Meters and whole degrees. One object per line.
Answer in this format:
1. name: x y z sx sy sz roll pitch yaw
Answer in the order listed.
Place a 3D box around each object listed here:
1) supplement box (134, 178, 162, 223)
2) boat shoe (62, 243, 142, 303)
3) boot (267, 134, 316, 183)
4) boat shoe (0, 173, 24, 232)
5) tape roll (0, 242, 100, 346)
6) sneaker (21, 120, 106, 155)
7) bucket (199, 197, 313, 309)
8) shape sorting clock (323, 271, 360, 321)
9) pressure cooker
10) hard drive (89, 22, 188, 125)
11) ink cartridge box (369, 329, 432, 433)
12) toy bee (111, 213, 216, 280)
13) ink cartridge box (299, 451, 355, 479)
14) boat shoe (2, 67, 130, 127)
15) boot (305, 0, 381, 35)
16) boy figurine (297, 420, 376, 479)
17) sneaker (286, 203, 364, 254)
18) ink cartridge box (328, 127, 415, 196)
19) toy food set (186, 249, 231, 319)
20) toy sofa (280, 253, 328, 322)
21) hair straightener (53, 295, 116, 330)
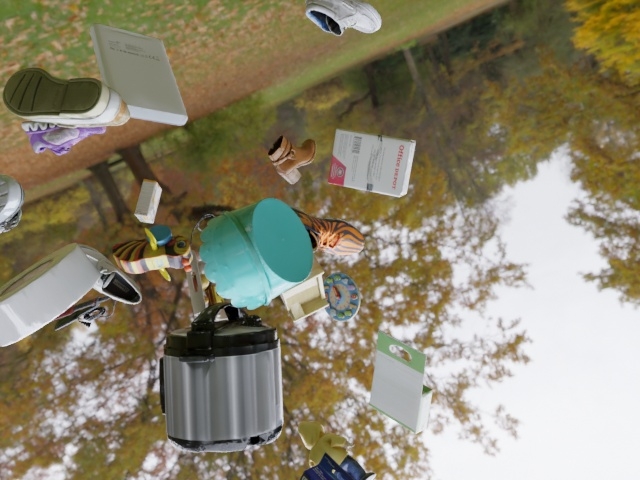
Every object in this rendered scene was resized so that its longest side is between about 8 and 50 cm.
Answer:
1. supplement box: -0.445 -0.101 1.697 0.036 0.099 0.062 9 164 4
2. boat shoe: -0.630 0.104 1.902 0.096 0.267 0.088 -52 -147 -13
3. boot: -0.095 -0.312 2.260 0.072 0.152 0.197 2 -124 39
4. boat shoe: -0.772 -0.079 1.561 0.335 0.121 0.119 -10 165 41
5. tape roll: -0.677 0.125 1.578 0.286 0.100 0.286 -29 -162 11
6. sneaker: -0.720 -0.296 1.863 0.236 0.105 0.095 -4 -169 3
7. bucket: -0.164 0.030 1.747 0.183 0.281 0.281 -25 -172 32
8. shape sorting clock: 0.080 0.235 2.735 0.206 0.206 0.040 -11 176 44
9. pressure cooker: -0.295 0.400 2.018 0.375 0.421 0.369 -2 179 -29
10. hard drive: -0.559 -0.510 2.015 0.232 0.353 0.047 3 142 -39
11. ink cartridge box: 0.217 0.368 1.742 0.056 0.235 0.171 -10 -156 -43
12. toy bee: -0.432 0.027 1.854 0.298 0.195 0.162 -34 -133 4
13. ink cartridge box: -0.027 0.825 1.981 0.165 0.333 0.065 32 -173 39
14. boat shoe: -0.524 -0.278 1.345 0.302 0.113 0.103 16 172 29
15. boot: 0.059 -0.603 1.792 0.258 0.124 0.095 19 155 -33
16. boy figurine: 0.032 0.690 2.090 0.092 0.285 0.177 2 120 -57
17. sneaker: 0.000 0.000 1.983 0.320 0.125 0.180 15 -161 -19
18. ink cartridge box: 0.159 -0.240 2.017 0.237 0.172 0.100 12 -169 17
19. toy food set: -0.389 0.164 2.372 0.092 0.220 0.306 -17 166 10
20. toy sofa: -0.080 0.130 2.252 0.150 0.177 0.363 -26 157 -7
21. hair straightener: -0.715 0.221 2.003 0.230 0.089 0.047 -24 -144 7
